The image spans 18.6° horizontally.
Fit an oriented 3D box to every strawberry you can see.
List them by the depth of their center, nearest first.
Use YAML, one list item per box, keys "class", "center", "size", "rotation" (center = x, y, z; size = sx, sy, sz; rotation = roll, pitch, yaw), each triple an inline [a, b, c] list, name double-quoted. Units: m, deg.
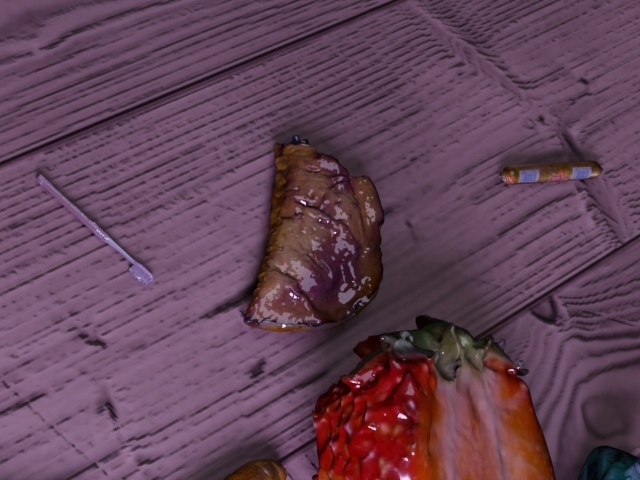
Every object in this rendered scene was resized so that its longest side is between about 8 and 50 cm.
- class: "strawberry"
  center: [0.074, 0.160, 1.148]
  size: [0.174, 0.098, 0.228]
  rotation: [-17, 87, -56]

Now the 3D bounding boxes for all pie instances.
- class: "pie"
  center: [0.000, 0.000, 1.263]
  size: [0.092, 0.034, 0.170]
  rotation: [17, 48, -14]

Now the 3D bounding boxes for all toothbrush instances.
- class: "toothbrush"
  center: [-0.140, -0.007, 1.202]
  size: [0.097, 0.006, 0.008]
  rotation: [43, 49, 5]

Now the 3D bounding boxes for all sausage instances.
- class: "sausage"
  center: [0.168, -0.050, 1.419]
  size: [0.100, 0.015, 0.015]
  rotation: [-5, 59, -35]

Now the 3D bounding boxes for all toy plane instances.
- class: "toy plane"
  center: [0.183, 0.175, 1.170]
  size: [0.060, 0.096, 0.235]
  rotation: [28, 26, -5]

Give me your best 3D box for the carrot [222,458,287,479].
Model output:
- class: "carrot"
  center: [-0.070, 0.177, 1.079]
  size: [0.047, 0.047, 0.191]
  rotation: [38, 39, 0]
